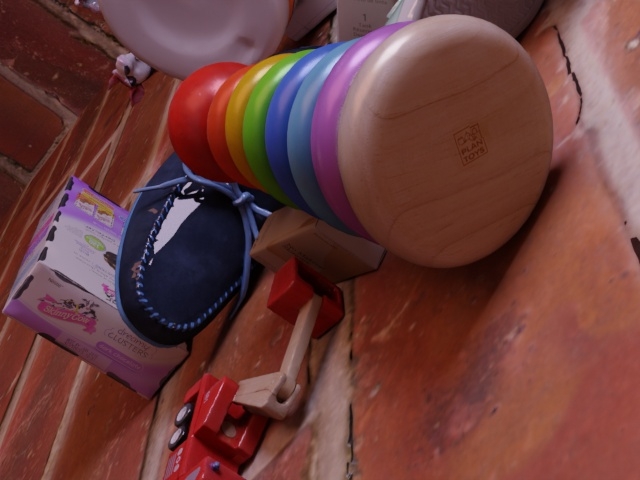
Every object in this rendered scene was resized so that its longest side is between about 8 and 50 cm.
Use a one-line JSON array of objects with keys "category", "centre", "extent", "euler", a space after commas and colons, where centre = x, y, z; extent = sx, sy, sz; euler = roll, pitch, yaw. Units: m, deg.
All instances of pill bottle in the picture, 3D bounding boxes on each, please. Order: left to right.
[{"category": "pill bottle", "centre": [-0.104, -0.388, 1.486], "extent": [0.224, 0.224, 0.392], "euler": [-40, 22, 41]}]

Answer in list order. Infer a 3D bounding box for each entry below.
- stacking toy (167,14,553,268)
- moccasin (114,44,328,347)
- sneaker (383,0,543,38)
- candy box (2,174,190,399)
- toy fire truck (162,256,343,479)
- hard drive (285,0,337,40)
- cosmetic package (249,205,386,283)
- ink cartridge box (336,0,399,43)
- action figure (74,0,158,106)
[{"category": "stacking toy", "centre": [-0.002, -0.075, 0.815], "extent": [0.141, 0.141, 0.330], "euler": [-58, 30, -10]}, {"category": "moccasin", "centre": [-0.075, -0.063, 1.112], "extent": [0.117, 0.137, 0.342], "euler": [-24, 36, 52]}, {"category": "sneaker", "centre": [0.071, -0.158, 0.946], "extent": [0.256, 0.094, 0.151], "euler": [-57, 23, 1]}, {"category": "candy box", "centre": [-0.207, 0.042, 1.214], "extent": [0.070, 0.164, 0.196], "euler": [-49, 18, 20]}, {"category": "toy fire truck", "centre": [-0.048, 0.113, 0.855], "extent": [0.135, 0.047, 0.192], "euler": [-43, 21, 30]}, {"category": "hard drive", "centre": [0.087, -0.398, 1.450], "extent": [0.353, 0.047, 0.233], "euler": [-32, 28, 54]}, {"category": "cosmetic package", "centre": [0.000, 0.000, 0.917], "extent": [0.115, 0.060, 0.041], "euler": [-24, 37, 62]}, {"category": "ink cartridge box", "centre": [0.075, -0.316, 1.099], "extent": [0.239, 0.060, 0.275], "euler": [87, -162, -49]}, {"category": "action figure", "centre": [-0.199, -0.364, 1.815], "extent": [0.370, 0.248, 0.276], "euler": [-47, 18, 16]}]
